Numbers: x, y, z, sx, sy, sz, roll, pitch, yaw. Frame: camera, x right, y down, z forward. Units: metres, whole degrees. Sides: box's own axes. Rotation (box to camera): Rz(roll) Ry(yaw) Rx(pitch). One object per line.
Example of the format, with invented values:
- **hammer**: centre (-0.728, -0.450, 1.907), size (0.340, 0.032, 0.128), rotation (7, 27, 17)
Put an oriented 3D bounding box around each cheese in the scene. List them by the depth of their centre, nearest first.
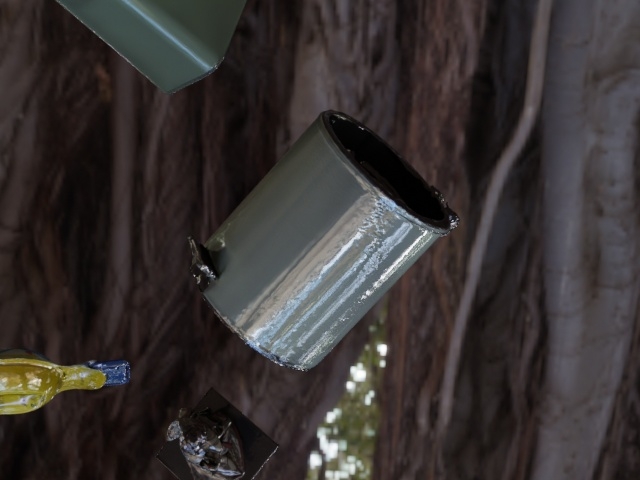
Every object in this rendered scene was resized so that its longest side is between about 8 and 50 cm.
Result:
- **cheese**: centre (-0.413, 0.204, 1.803), size (0.270, 0.177, 0.069), rotation (-3, -118, -10)

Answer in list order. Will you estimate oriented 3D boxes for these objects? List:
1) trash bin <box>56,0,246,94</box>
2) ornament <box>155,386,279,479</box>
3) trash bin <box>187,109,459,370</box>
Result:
- **trash bin**: centre (-0.292, -0.429, 1.956), size (0.158, 0.343, 0.223), rotation (-14, -133, 45)
- **ornament**: centre (-0.192, 0.328, 1.946), size (0.166, 0.153, 0.196), rotation (38, 180, 14)
- **trash bin**: centre (0.000, 0.000, 1.573), size (0.277, 0.262, 0.217), rotation (28, -158, -37)
